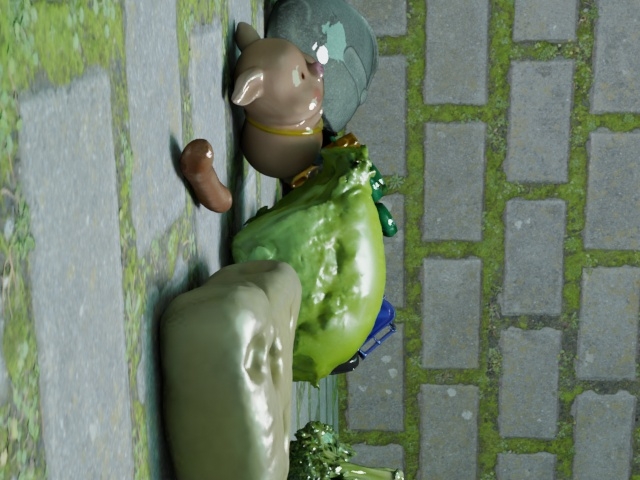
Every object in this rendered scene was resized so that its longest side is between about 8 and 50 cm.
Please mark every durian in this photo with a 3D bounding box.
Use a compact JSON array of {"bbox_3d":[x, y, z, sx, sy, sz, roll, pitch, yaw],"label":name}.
[{"bbox_3d":[-0.017,0.042,1.584,0.204,0.256,0.339,-1,-76,56],"label":"durian"}]

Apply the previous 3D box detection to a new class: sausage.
[{"bbox_3d":[-0.136,-0.074,1.259,0.186,0.043,0.043,78,14,-72],"label":"sausage"}]

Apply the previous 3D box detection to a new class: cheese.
[{"bbox_3d":[-0.095,0.198,1.269,0.351,0.130,0.328,-44,132,-81],"label":"cheese"}]

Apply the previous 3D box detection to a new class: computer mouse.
[{"bbox_3d":[0.023,-0.338,2.033,0.374,0.114,0.203,43,67,-55],"label":"computer mouse"}]

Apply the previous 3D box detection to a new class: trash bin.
[{"bbox_3d":[0.058,0.159,2.267,0.184,0.162,0.234,49,6,9],"label":"trash bin"}]

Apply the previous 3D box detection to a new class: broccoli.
[{"bbox_3d":[0.016,0.502,2.101,0.235,0.260,0.288,-47,-148,42],"label":"broccoli"}]

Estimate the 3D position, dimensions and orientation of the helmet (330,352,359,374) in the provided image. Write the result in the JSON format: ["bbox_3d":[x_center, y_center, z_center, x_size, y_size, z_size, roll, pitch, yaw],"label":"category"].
[{"bbox_3d":[0.000,0.146,2.020,0.216,0.193,0.189,-47,151,-37],"label":"helmet"}]

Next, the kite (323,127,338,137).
[{"bbox_3d":[-0.014,-0.296,2.342,0.234,0.016,0.321,-122,-167,-45],"label":"kite"}]

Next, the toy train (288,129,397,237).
[{"bbox_3d":[0.029,-0.107,2.305,0.249,0.178,0.429,59,-3,34],"label":"toy train"}]

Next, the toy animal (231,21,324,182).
[{"bbox_3d":[-0.059,-0.197,1.612,0.165,0.149,0.248,-108,-177,-47],"label":"toy animal"}]
